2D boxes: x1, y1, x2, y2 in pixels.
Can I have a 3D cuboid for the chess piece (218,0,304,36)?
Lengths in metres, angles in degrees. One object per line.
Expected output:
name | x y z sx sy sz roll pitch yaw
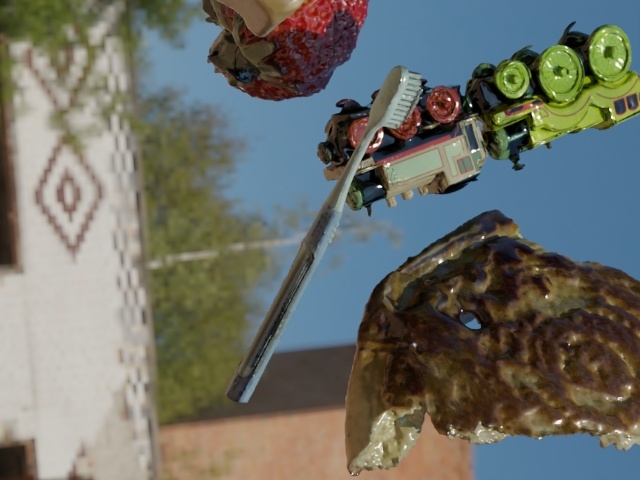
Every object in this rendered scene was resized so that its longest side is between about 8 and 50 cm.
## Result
chess piece | -0.036 -0.195 0.916 0.301 0.137 0.137 163 -79 -72

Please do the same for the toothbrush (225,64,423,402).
toothbrush | 0.000 0.000 0.926 0.016 0.019 0.219 47 -63 42

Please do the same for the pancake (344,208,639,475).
pancake | 0.117 0.064 1.157 0.056 0.257 0.212 112 -30 -43

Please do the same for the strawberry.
strawberry | -0.017 -0.172 1.311 0.131 0.148 0.131 29 -55 54

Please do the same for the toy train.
toy train | 0.110 -0.083 1.139 0.053 0.250 0.085 3 -70 63
